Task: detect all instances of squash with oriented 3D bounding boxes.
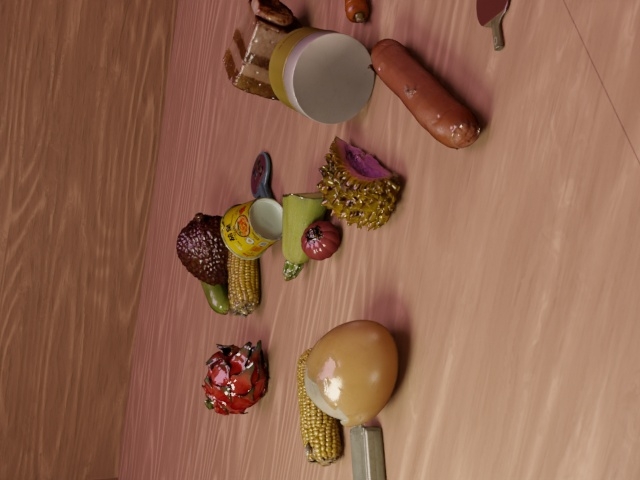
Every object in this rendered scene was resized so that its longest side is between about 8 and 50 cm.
[{"bbox_3d":[-0.401,0.146,2.581,0.095,0.094,0.341,-67,31,32],"label":"squash"},{"bbox_3d":[-0.055,-0.024,1.916,0.137,0.137,0.288,-122,34,-50],"label":"squash"}]

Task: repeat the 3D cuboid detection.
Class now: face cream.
[{"bbox_3d":[-0.001,-0.414,1.737,0.179,0.218,0.218,42,122,59],"label":"face cream"}]

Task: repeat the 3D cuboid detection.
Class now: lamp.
[{"bbox_3d":[0.000,0.000,1.805,0.107,0.092,0.108,-17,55,26],"label":"lamp"}]

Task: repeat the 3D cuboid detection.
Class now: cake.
[{"bbox_3d":[-0.152,-0.597,2.105,0.293,0.198,0.196,-62,30,31],"label":"cake"}]

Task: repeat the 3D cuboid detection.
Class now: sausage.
[{"bbox_3d":[0.206,-0.310,1.449,0.419,0.094,0.094,-118,20,-46],"label":"sausage"}]

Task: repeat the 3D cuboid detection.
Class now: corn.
[{"bbox_3d":[-0.252,0.096,2.280,0.115,0.115,0.318,-38,52,56],"label":"corn"},{"bbox_3d":[-0.011,0.418,1.757,0.106,0.106,0.293,-49,43,50],"label":"corn"}]

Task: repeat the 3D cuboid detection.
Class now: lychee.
[{"bbox_3d":[-0.385,0.027,2.430,0.236,0.235,0.272,-141,40,-59],"label":"lychee"}]

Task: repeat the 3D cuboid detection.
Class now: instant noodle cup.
[{"bbox_3d":[-0.193,-0.046,2.124,0.144,0.182,0.182,-24,64,50],"label":"instant noodle cup"}]

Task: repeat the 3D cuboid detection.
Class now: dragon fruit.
[{"bbox_3d":[-0.253,0.418,2.144,0.274,0.193,0.192,-52,33,2],"label":"dragon fruit"}]

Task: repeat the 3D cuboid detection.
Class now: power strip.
[{"bbox_3d":[0.108,0.539,1.551,0.078,0.052,0.272,-32,57,58],"label":"power strip"}]

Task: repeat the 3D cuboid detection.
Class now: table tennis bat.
[{"bbox_3d":[-0.189,-0.189,2.281,0.244,0.040,0.153,-108,35,-46],"label":"table tennis bat"},{"bbox_3d":[0.329,-0.431,1.316,0.087,0.013,0.157,-30,58,56],"label":"table tennis bat"}]

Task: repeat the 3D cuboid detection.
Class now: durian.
[{"bbox_3d":[0.070,-0.119,1.668,0.341,0.112,0.191,47,125,53],"label":"durian"}]

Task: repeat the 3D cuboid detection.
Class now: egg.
[{"bbox_3d":[0.071,0.280,1.509,0.245,0.201,0.201,-59,35,20],"label":"egg"}]

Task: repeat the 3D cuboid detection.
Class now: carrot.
[{"bbox_3d":[0.087,-0.658,1.787,0.061,0.061,0.257,-40,47,54],"label":"carrot"}]
